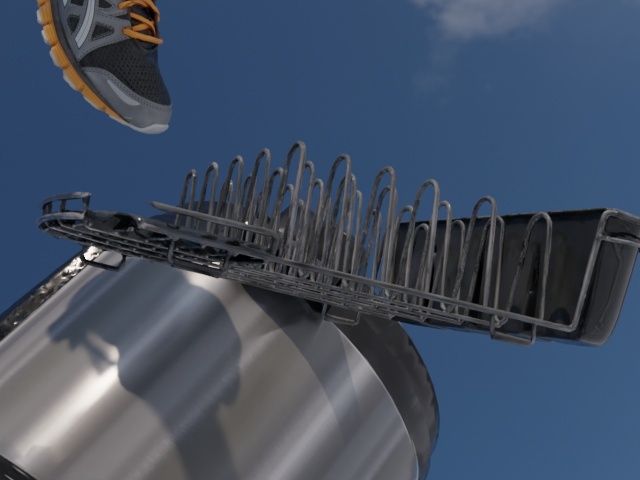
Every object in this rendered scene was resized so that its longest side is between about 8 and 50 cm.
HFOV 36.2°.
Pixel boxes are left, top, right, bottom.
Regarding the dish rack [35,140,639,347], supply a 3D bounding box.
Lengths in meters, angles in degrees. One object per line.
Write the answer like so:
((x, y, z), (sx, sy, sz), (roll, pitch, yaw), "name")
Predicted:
((0.000, 0.000, 0.497), (0.271, 0.208, 0.074), (14, -98, -24), "dish rack")

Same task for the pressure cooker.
((-0.105, 0.178, 0.849), (0.420, 0.369, 0.376), (-46, -63, -36), "pressure cooker")

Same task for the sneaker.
((-0.147, -0.176, 0.679), (0.083, 0.084, 0.215), (-25, -95, 18), "sneaker")
